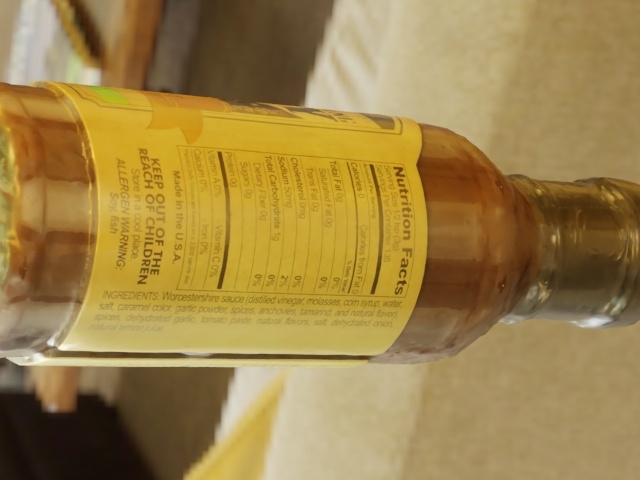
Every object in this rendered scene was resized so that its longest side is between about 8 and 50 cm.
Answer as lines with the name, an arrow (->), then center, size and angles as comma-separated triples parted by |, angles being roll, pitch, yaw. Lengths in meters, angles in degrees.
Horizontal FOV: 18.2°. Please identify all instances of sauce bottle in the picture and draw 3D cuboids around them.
sauce bottle -> 0.000, 0.000, 0.835 | 0.111, 0.344, 0.111 | -7, 81, 53
